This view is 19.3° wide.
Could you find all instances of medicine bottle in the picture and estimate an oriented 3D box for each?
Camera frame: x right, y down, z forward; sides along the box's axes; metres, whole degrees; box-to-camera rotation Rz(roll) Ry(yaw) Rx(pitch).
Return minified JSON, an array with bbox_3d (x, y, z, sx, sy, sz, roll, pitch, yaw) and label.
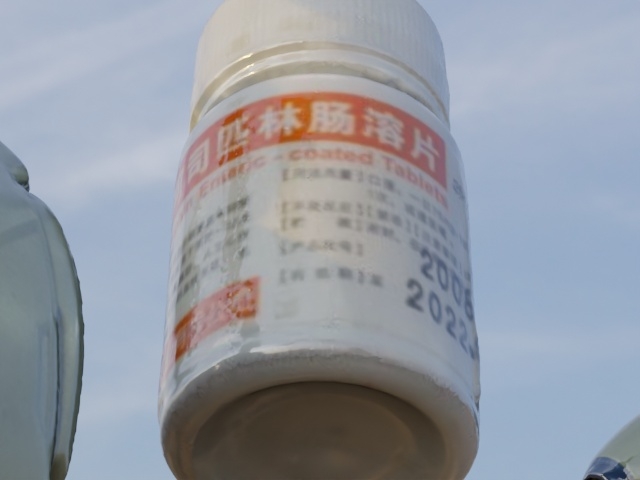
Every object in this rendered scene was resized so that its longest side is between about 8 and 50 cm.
[{"bbox_3d":[0.000,0.000,1.312,0.211,0.371,0.211,0,-41,0],"label":"medicine bottle"}]

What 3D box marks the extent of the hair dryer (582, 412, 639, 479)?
[{"bbox_3d":[0.398,0.146,1.582,0.298,0.119,0.296,-27,-3,42],"label":"hair dryer"}]

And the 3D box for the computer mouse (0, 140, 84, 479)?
[{"bbox_3d":[-0.229,0.000,0.925,0.228,0.429,0.145,15,-58,-38],"label":"computer mouse"}]
